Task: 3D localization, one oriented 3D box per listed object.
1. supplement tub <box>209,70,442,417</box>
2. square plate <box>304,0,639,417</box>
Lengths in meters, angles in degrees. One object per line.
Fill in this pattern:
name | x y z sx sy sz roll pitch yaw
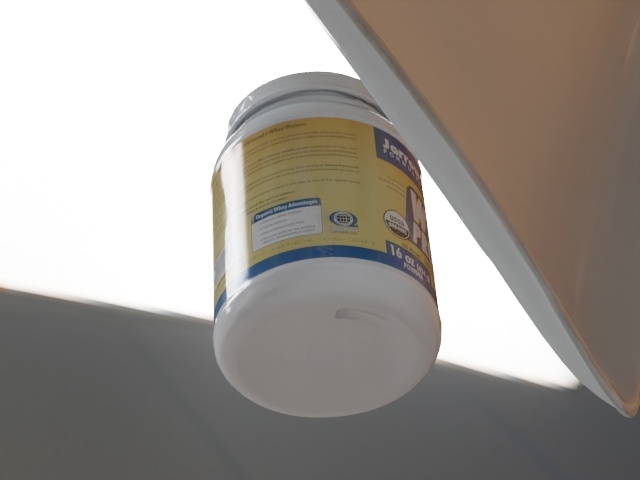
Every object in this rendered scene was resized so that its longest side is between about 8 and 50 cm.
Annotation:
supplement tub | 0.000 0.000 1.135 0.144 0.144 0.200 9 -133 -15
square plate | 0.086 -0.145 0.842 0.049 0.347 0.344 -15 -143 34
